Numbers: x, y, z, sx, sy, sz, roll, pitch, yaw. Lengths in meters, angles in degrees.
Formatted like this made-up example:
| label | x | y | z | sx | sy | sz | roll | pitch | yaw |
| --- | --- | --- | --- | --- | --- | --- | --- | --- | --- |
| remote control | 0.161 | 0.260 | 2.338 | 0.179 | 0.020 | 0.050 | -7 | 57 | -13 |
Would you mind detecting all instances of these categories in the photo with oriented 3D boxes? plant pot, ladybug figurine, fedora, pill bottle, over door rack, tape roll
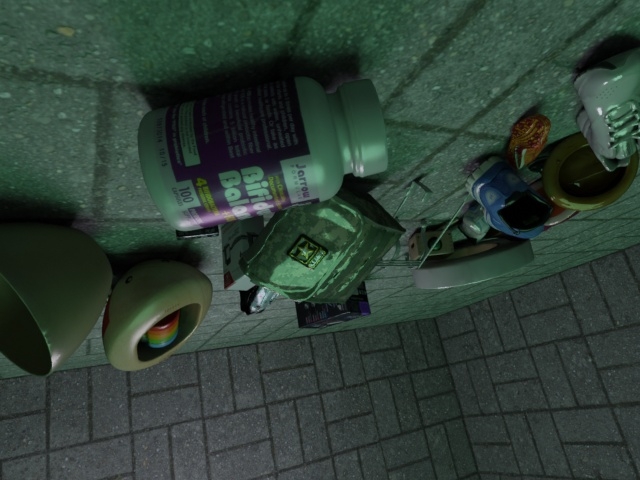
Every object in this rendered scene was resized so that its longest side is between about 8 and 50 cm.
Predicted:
| label | x | y | z | sx | sy | sz | roll | pitch | yaw |
| --- | --- | --- | --- | --- | --- | --- | --- | --- | --- |
| plant pot | -0.511 | 0.078 | 0.827 | 0.284 | 0.284 | 0.191 | -28 | -170 | 40 |
| ladybug figurine | -0.446 | 0.194 | 1.189 | 0.305 | 0.162 | 0.449 | -31 | 161 | -38 |
| fedora | 0.588 | -0.161 | 0.988 | 0.194 | 0.195 | 0.079 | -18 | -162 | 17 |
| pill bottle | -0.069 | -0.122 | 0.603 | 0.301 | 0.170 | 0.169 | -13 | 161 | 2 |
| over door rack | 0.240 | -0.042 | 1.160 | 0.239 | 0.108 | 0.324 | 1 | 143 | -35 |
| tape roll | 0.493 | 0.068 | 1.463 | 0.391 | 0.072 | 0.392 | -17 | -179 | 0 |

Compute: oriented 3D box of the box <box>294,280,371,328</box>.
| label | x | y | z | sx | sy | sz | roll | pitch | yaw |
| --- | --- | --- | --- | --- | --- | --- | --- | --- | --- |
| box | 0.047 | 0.266 | 1.838 | 0.270 | 0.144 | 0.165 | -24 | 156 | 33 |

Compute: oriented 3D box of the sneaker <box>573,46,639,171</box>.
| label | x | y | z | sx | sy | sz | roll | pitch | yaw |
| --- | --- | --- | --- | --- | --- | --- | --- | --- | --- |
| sneaker | 0.510 | -0.216 | 0.757 | 0.110 | 0.130 | 0.297 | -20 | 159 | 28 |

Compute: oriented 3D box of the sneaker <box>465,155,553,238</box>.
| label | x | y | z | sx | sy | sz | roll | pitch | yaw |
| --- | --- | --- | --- | --- | --- | --- | --- | --- | --- |
| sneaker | 0.456 | -0.061 | 1.034 | 0.130 | 0.147 | 0.329 | -44 | 140 | 19 |

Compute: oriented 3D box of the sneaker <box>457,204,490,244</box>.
| label | x | y | z | sx | sy | sz | roll | pitch | yaw |
| --- | --- | --- | --- | --- | --- | --- | --- | --- | --- |
| sneaker | 0.456 | -0.047 | 1.297 | 0.086 | 0.085 | 0.237 | -41 | 165 | 3 |

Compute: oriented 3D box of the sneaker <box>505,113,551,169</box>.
| label | x | y | z | sx | sy | sz | roll | pitch | yaw |
| --- | --- | --- | --- | --- | --- | --- | --- | --- | --- |
| sneaker | 0.412 | -0.202 | 0.869 | 0.067 | 0.064 | 0.175 | -33 | 165 | 1 |

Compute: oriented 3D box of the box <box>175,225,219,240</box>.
| label | x | y | z | sx | sy | sz | roll | pitch | yaw |
| --- | --- | --- | --- | --- | --- | --- | --- | --- | --- |
| box | -0.249 | -0.038 | 0.892 | 0.083 | 0.067 | 0.018 | -7 | 161 | -17 |

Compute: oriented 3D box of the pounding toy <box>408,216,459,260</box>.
| label | x | y | z | sx | sy | sz | roll | pitch | yaw |
| --- | --- | --- | --- | --- | --- | --- | --- | --- | --- |
| pounding toy | 0.349 | 0.001 | 1.366 | 0.129 | 0.100 | 0.141 | -5 | 167 | -2 |

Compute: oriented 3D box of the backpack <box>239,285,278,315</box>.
| label | x | y | z | sx | sy | sz | roll | pitch | yaw |
| --- | --- | --- | --- | --- | --- | --- | --- | --- | --- |
| backpack | -0.176 | 0.118 | 1.305 | 0.115 | 0.152 | 0.182 | -6 | 149 | -34 |

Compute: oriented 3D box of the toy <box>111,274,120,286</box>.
| label | x | y | z | sx | sy | sz | roll | pitch | yaw |
| --- | --- | --- | --- | --- | --- | --- | --- | --- | --- |
| toy | -0.560 | 0.082 | 1.065 | 0.136 | 0.056 | 0.237 | -11 | 167 | -14 |

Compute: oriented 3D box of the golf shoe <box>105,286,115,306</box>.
| label | x | y | z | sx | sy | sz | roll | pitch | yaw |
| --- | --- | --- | --- | --- | --- | --- | --- | --- | --- |
| golf shoe | -0.545 | 0.163 | 1.288 | 0.085 | 0.068 | 0.186 | -23 | 159 | 28 |

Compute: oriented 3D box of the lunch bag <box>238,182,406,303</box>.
| label | x | y | z | sx | sy | sz | roll | pitch | yaw |
| --- | --- | --- | --- | --- | --- | --- | --- | --- | --- |
| lunch bag | 0.000 | 0.000 | 0.905 | 0.286 | 0.169 | 0.235 | 13 | 120 | -50 |

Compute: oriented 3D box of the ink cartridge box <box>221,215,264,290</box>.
| label | x | y | z | sx | sy | sz | roll | pitch | yaw |
| --- | --- | --- | --- | --- | --- | --- | --- | --- | --- |
| ink cartridge box | -0.171 | 0.024 | 0.993 | 0.063 | 0.151 | 0.109 | 7 | 154 | -35 |

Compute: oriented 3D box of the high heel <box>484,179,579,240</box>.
| label | x | y | z | sx | sy | sz | roll | pitch | yaw |
| --- | --- | --- | --- | --- | --- | --- | --- | --- | --- |
| high heel | 0.629 | -0.089 | 1.231 | 0.181 | 0.127 | 0.377 | -6 | 170 | -22 |

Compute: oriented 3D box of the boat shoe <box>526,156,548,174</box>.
| label | x | y | z | sx | sy | sz | roll | pitch | yaw |
| --- | --- | --- | --- | --- | --- | --- | --- | --- | --- |
| boat shoe | 0.543 | -0.169 | 1.051 | 0.125 | 0.038 | 0.046 | -2 | 159 | -27 |
